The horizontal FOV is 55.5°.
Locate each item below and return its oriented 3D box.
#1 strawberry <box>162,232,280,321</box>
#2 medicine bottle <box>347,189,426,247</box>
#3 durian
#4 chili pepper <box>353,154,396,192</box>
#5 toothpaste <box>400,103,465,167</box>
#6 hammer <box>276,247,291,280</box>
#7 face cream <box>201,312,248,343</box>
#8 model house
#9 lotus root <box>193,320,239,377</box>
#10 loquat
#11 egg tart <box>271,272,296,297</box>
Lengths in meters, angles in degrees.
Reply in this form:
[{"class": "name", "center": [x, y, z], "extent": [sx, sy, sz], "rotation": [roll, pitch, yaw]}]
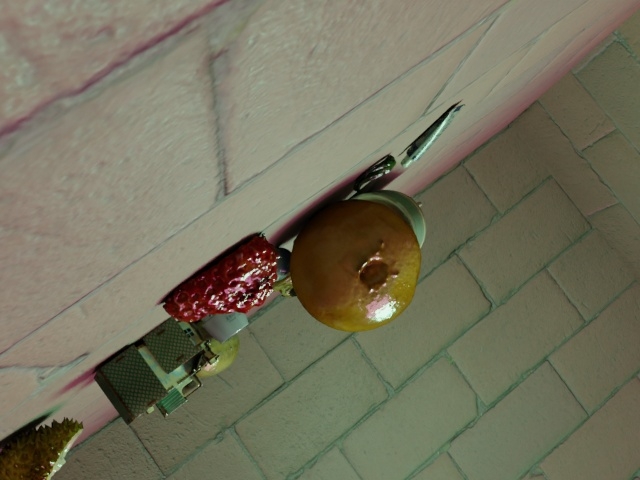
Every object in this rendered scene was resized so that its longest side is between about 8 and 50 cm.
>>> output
[{"class": "strawberry", "center": [-0.170, 0.096, 1.145], "extent": [0.237, 0.111, 0.190], "rotation": [-34, 177, -28]}, {"class": "medicine bottle", "center": [0.192, -0.033, 1.804], "extent": [0.236, 0.235, 0.406], "rotation": [-39, 175, 16]}, {"class": "durian", "center": [-0.639, 0.482, 1.366], "extent": [0.249, 0.138, 0.183], "rotation": [-66, 178, -81]}, {"class": "chili pepper", "center": [0.124, -0.151, 1.379], "extent": [0.118, 0.035, 0.055], "rotation": [-41, 159, 1]}, {"class": "toothpaste", "center": [0.264, -0.249, 1.460], "extent": [0.062, 0.037, 0.216], "rotation": [-32, 169, -46]}, {"class": "hammer", "center": [-0.158, 0.086, 1.497], "extent": [0.194, 0.069, 0.116], "rotation": [-27, 173, -20]}, {"class": "face cream", "center": [-0.261, 0.212, 1.649], "extent": [0.117, 0.104, 0.117], "rotation": [-36, 176, -3]}, {"class": "model house", "center": [-0.382, 0.311, 1.343], "extent": [0.271, 0.178, 0.206], "rotation": [-35, 175, 18]}, {"class": "lotus root", "center": [-0.335, 0.315, 1.736], "extent": [0.343, 0.169, 0.151], "rotation": [-8, 109, -82]}, {"class": "loquat", "center": [0.081, 0.059, 1.445], "extent": [0.328, 0.328, 0.328], "rotation": [-37, 175, -3]}, {"class": "egg tart", "center": [-0.066, 0.114, 2.088], "extent": [0.297, 0.132, 0.297], "rotation": [-41, 180, 0]}]
